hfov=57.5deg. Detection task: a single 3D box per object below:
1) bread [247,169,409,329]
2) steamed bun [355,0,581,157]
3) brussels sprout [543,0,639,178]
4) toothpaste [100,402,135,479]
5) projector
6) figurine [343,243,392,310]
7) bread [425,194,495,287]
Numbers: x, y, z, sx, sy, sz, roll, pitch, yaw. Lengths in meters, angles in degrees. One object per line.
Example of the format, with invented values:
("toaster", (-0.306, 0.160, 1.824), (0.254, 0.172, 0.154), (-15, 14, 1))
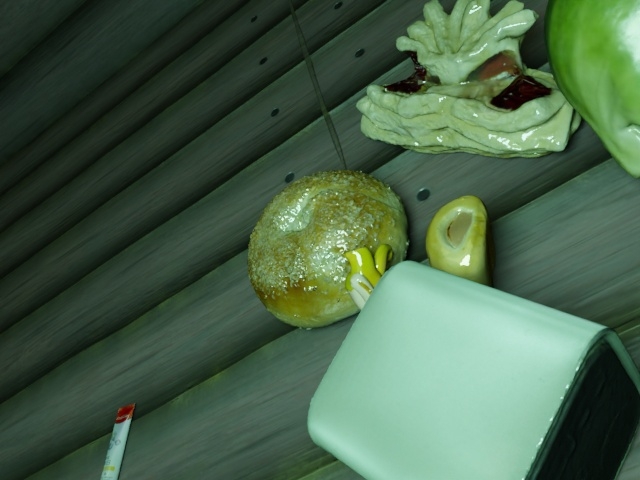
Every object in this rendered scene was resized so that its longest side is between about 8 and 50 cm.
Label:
("bread", (0.000, 0.000, 1.003), (0.305, 0.159, 0.306), (-22, 48, 26))
("steamed bun", (0.246, -0.289, 1.007), (0.428, 0.189, 0.247), (20, 66, 46))
("brussels sprout", (0.443, -0.261, 0.753), (0.281, 0.289, 0.355), (-9, 77, 21))
("toothpaste", (-0.394, 0.407, 1.120), (0.048, 0.031, 0.190), (-24, 45, 29))
("projector", (0.176, 0.194, 0.652), (0.249, 0.248, 0.248), (20, 74, 45))
("figurine", (0.086, 0.131, 0.835), (0.131, 0.156, 0.246), (-14, 88, 4))
("bread", (0.198, 0.024, 0.826), (0.085, 0.173, 0.134), (0, 58, 21))
